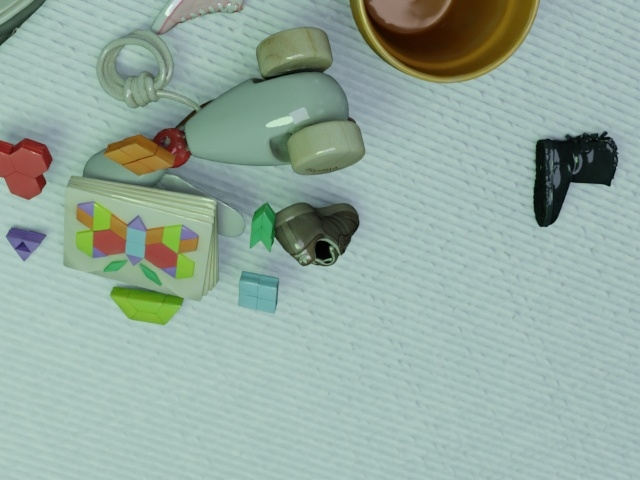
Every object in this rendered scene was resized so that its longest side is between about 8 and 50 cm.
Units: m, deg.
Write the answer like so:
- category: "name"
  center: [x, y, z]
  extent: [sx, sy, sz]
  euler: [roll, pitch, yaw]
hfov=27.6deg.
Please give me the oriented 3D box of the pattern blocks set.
- category: "pattern blocks set"
  center: [-0.205, -0.004, 1.468]
  extent: [0.325, 0.026, 0.285]
  euler: [3, 135, 12]

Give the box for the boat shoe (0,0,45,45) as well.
- category: "boat shoe"
  center: [-0.433, -0.223, 1.436]
  extent: [0.335, 0.095, 0.112]
  euler: [-33, 76, -7]

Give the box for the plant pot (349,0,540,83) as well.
- category: "plant pot"
  center: [0.121, -0.289, 1.474]
  extent: [0.205, 0.188, 0.205]
  euler: [-2, 103, -10]

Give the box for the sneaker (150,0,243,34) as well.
- category: "sneaker"
  center: [-0.130, -0.272, 1.496]
  extent: [0.070, 0.051, 0.134]
  euler: [43, 87, -11]

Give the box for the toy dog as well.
- category: "toy dog"
  center: [-0.090, -0.117, 1.476]
  extent: [0.334, 0.161, 0.220]
  euler: [2, 81, 24]

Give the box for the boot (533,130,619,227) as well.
- category: "boot"
  center: [0.320, -0.077, 1.636]
  extent: [0.099, 0.045, 0.121]
  euler: [-3, 102, -14]

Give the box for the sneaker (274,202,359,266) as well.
- category: "sneaker"
  center: [0.000, 0.000, 1.518]
  extent: [0.066, 0.188, 0.071]
  euler: [-28, 78, 23]
